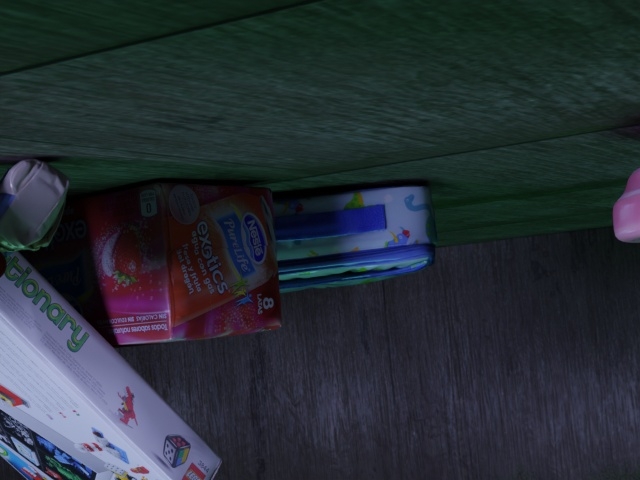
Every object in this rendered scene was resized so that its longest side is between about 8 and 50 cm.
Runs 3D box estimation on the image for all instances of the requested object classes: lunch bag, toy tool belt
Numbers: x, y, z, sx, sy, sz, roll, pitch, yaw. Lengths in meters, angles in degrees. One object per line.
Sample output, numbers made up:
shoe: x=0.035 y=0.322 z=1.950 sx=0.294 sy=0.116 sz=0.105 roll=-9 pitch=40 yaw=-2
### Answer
lunch bag: x=0.000 y=0.000 z=1.160 sx=0.219 sy=0.090 sz=0.176 roll=-7 pitch=174 yaw=0
toy tool belt: x=-0.191 y=-0.011 z=0.747 sx=0.052 sy=0.083 sz=0.051 roll=39 pitch=159 yaw=-27

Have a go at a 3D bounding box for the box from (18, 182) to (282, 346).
box: x=-0.169 y=0.028 z=1.020 sx=0.257 sy=0.122 sz=0.128 roll=-8 pitch=175 yaw=40

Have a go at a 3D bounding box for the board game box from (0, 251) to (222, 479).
board game box: x=-0.242 y=0.103 z=0.968 sx=0.193 sy=0.305 sz=0.053 roll=-13 pitch=-145 yaw=44

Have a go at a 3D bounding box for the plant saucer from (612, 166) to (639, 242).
plant saucer: x=0.370 y=-0.056 z=0.846 sx=0.332 sy=0.084 sz=0.332 roll=-5 pitch=176 yaw=0
